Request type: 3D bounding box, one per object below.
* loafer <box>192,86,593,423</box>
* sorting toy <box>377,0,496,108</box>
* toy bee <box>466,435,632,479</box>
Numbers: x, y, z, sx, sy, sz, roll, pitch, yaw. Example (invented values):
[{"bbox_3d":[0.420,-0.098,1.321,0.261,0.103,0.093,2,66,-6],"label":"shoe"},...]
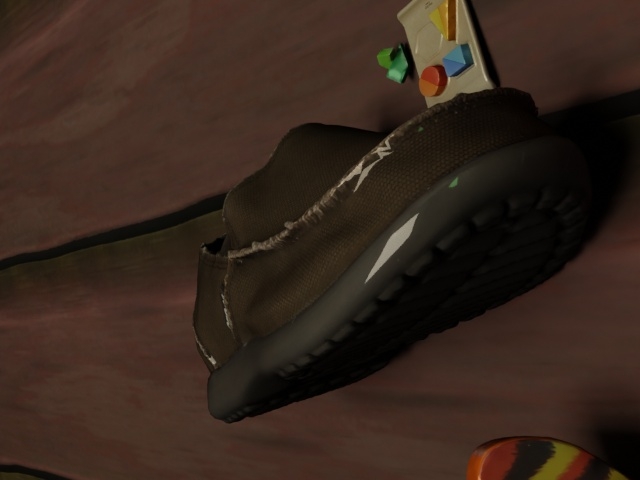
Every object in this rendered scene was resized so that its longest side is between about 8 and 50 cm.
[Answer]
[{"bbox_3d":[0.000,0.000,0.711,0.366,0.134,0.130,-39,70,61],"label":"loafer"},{"bbox_3d":[0.053,-0.089,0.696,0.083,0.012,0.062,-33,75,62],"label":"sorting toy"},{"bbox_3d":[0.130,0.238,0.613,0.195,0.162,0.298,-85,0,-77],"label":"toy bee"}]
